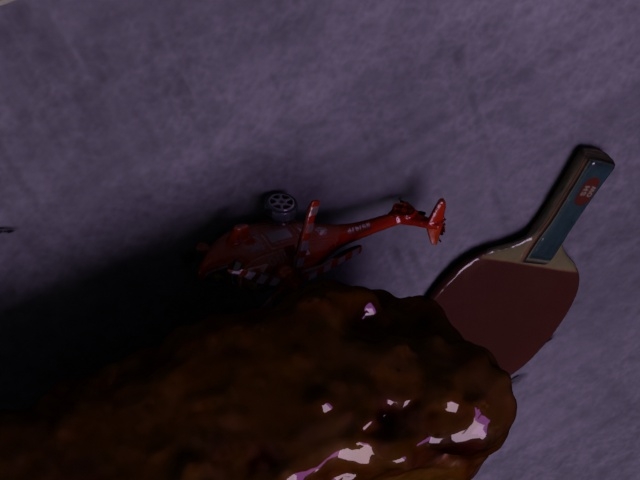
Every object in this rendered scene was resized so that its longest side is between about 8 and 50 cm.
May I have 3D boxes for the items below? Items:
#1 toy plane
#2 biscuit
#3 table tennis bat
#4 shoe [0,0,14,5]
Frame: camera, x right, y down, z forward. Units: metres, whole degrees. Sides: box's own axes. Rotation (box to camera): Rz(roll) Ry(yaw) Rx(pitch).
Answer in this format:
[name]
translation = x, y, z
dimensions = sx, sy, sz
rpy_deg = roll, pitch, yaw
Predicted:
[toy plane]
translation = 0.000, -0.006, 1.190
dimensions = 0.194, 0.077, 0.126
rpy_deg = -32, 142, -12
[biscuit]
translation = -0.081, 0.180, 1.181
dimensions = 0.395, 0.166, 0.342
rpy_deg = -17, 156, -15
[table tennis bat]
translation = 0.166, 0.034, 1.357
dimensions = 0.154, 0.021, 0.274
rpy_deg = 7, 126, -35
[shoe]
translation = -0.208, -0.167, 0.873
dimensions = 0.211, 0.132, 0.342
rpy_deg = 10, 120, -33
